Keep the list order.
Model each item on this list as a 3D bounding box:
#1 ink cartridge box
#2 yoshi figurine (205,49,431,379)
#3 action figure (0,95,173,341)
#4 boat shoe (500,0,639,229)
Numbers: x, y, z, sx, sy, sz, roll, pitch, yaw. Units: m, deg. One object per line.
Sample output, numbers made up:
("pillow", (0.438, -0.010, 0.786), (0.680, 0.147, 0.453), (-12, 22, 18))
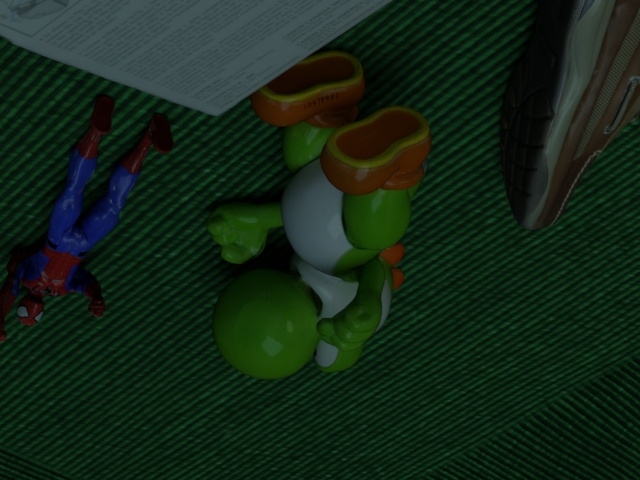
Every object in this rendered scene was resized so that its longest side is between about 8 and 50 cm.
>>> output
("ink cartridge box", (-0.074, -0.230, 0.860), (0.308, 0.091, 0.385), (-30, 159, 23))
("yoshi figurine", (-0.018, 0.016, 1.180), (0.203, 0.203, 0.362), (10, 138, 5))
("action figure", (-0.231, 0.014, 1.178), (0.091, 0.139, 0.280), (18, 133, -23))
("boat shoe", (0.237, -0.133, 1.097), (0.116, 0.123, 0.324), (0, 137, -10))
